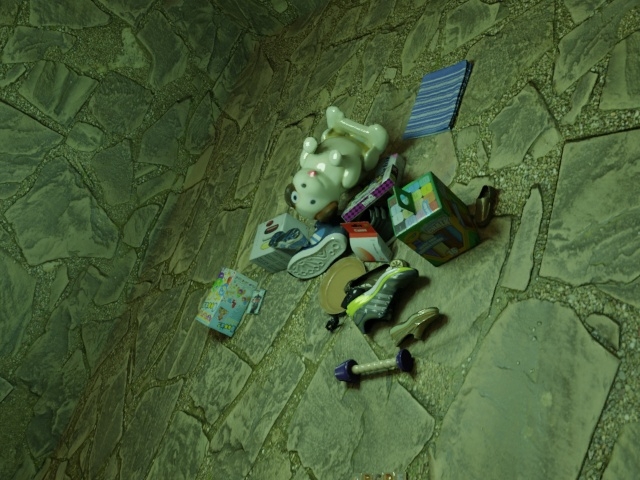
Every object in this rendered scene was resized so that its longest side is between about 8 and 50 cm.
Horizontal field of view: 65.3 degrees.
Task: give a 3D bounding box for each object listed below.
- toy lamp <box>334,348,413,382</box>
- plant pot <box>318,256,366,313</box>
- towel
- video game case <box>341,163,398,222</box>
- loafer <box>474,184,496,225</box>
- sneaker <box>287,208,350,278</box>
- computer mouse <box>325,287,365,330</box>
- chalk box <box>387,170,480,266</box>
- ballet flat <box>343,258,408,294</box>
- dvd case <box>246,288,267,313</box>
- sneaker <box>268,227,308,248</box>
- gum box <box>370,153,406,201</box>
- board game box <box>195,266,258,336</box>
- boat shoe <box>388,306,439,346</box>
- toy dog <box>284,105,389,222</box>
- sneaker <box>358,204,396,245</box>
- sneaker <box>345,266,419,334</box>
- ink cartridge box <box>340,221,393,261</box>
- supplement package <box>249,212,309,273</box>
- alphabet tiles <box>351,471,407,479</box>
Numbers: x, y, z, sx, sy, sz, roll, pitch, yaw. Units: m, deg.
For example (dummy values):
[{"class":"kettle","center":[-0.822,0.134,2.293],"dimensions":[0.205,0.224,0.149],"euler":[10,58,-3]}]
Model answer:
[{"class":"toy lamp","center":[0.162,0.406,1.594],"dimensions":[0.274,0.080,0.080],"euler":[-21,48,38]},{"class":"plant pot","center":[0.088,0.174,1.901],"dimensions":[0.236,0.032,0.236],"euler":[-31,42,32]},{"class":"towel","center":[0.471,-0.573,2.039],"dimensions":[0.243,0.040,0.336],"euler":[-2,62,50]},{"class":"video game case","center":[0.188,-0.178,1.867],"dimensions":[0.232,0.042,0.210],"euler":[-39,9,23]},{"class":"loafer","center":[0.522,-0.115,1.605],"dimensions":[0.056,0.050,0.148],"euler":[-7,58,47]},{"class":"sneaker","center":[0.000,0.000,2.081],"dimensions":[0.322,0.130,0.236],"euler":[-37,29,33]},{"class":"computer mouse","center":[0.083,0.243,1.785],"dimensions":[0.242,0.071,0.041],"euler":[-52,52,33]},{"class":"chalk box","center":[0.339,-0.081,1.584],"dimensions":[0.179,0.289,0.180],"euler":[-33,41,28]},{"class":"ballet flat","center":[0.190,0.130,1.760],"dimensions":[0.249,0.058,0.084],"euler":[-25,53,19]},{"class":"dvd case","center":[-0.291,0.279,2.278],"dimensions":[0.087,0.013,0.119],"euler":[-7,57,47]},{"class":"sneaker","center":[-0.136,0.008,2.039],"dimensions":[0.211,0.081,0.080],"euler":[-6,51,49]},{"class":"gum box","center":[0.267,-0.255,2.004],"dimensions":[0.107,0.062,0.188],"euler":[-7,57,46]},{"class":"board game box","center":[-0.436,0.284,2.330],"dimensions":[0.142,0.144,0.275],"euler":[10,69,53]},{"class":"boat shoe","center":[0.300,0.275,1.555],"dimensions":[0.190,0.068,0.072],"euler":[-42,49,35]},{"class":"toy dog","center":[0.027,-0.267,1.978],"dimensions":[0.408,0.284,0.395],"euler":[-52,-13,-26]},{"class":"sneaker","center":[0.261,-0.105,1.821],"dimensions":[0.296,0.147,0.104],"euler":[-47,34,10]},{"class":"sneaker","center":[0.223,0.202,1.675],"dimensions":[0.300,0.111,0.121],"euler":[-45,51,24]},{"class":"ink cartridge box","center":[0.162,0.007,1.817],"dimensions":[0.145,0.179,0.045],"euler":[-1,50,49]},{"class":"supplement package","center":[-0.185,0.015,2.245],"dimensions":[0.203,0.149,0.194],"euler":[-20,48,41]},{"class":"alphabet tiles","center":[0.171,0.744,1.371],"dimensions":[0.237,0.009,0.198],"euler":[-24,46,38]}]
